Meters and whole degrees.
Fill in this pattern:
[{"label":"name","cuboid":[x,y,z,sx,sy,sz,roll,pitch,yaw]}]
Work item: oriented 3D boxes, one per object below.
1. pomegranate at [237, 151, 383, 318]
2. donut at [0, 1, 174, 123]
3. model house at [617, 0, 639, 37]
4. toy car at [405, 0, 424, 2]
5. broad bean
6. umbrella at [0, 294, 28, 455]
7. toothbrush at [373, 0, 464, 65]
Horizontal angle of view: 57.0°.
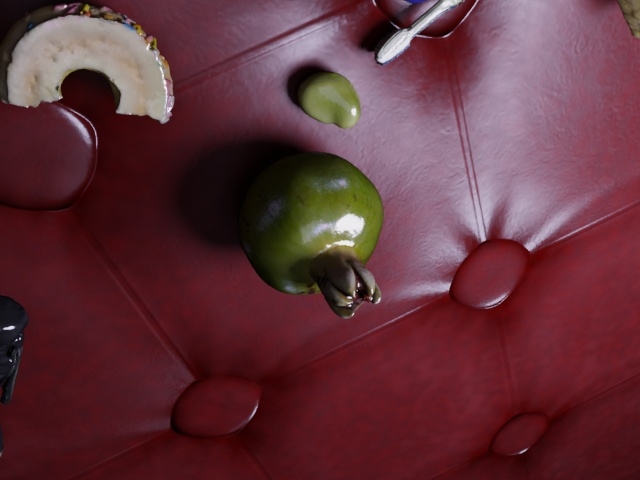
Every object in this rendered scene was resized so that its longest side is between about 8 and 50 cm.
[{"label":"pomegranate","cuboid":[0.000,-0.015,0.699,0.179,0.210,0.179,-9,106,-33]},{"label":"donut","cuboid":[-0.226,-0.180,0.583,0.165,0.065,0.108,5,120,-23]},{"label":"model house","cuboid":[0.418,-0.356,0.658,0.254,0.160,0.196,-41,127,11]},{"label":"toy car","cuboid":[0.089,-0.337,0.520,0.172,0.158,0.235,-34,151,5]},{"label":"broad bean","cuboid":[0.013,-0.167,0.701,0.083,0.045,0.063,24,123,-24]},{"label":"umbrella","cuboid":[-0.445,0.223,0.742,0.106,0.113,0.358,30,109,-11]},{"label":"toothbrush","cuboid":[0.175,-0.304,0.678,0.294,0.028,0.026,-39,129,6]}]
